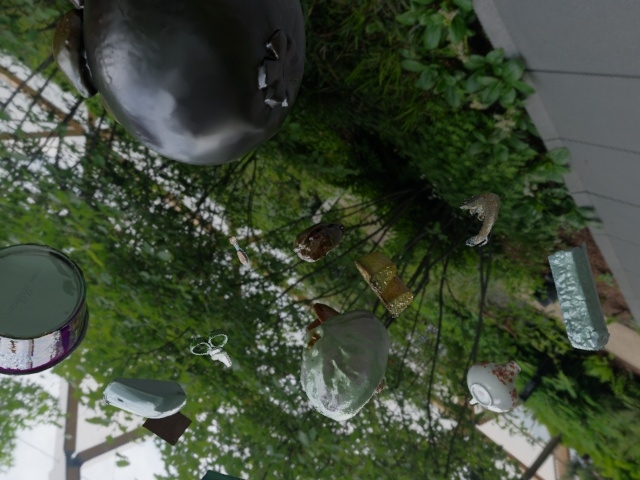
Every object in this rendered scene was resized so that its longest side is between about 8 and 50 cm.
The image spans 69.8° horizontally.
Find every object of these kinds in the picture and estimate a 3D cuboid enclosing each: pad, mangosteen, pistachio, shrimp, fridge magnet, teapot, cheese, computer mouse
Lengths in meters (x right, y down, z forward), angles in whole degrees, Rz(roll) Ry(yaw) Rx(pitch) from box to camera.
[{"bbox_3d":[-0.580,0.695,1.747,0.006,0.113,0.187,14,147,43],"label":"pad"},{"bbox_3d":[-0.236,-0.329,0.769,0.435,0.382,0.382,21,173,21],"label":"mangosteen"},{"bbox_3d":[0.000,0.000,1.678,0.130,0.210,0.165,57,164,23],"label":"pistachio"},{"bbox_3d":[0.435,-0.058,1.274,0.046,0.152,0.219,11,-174,-7],"label":"shrimp"},{"bbox_3d":[0.080,0.364,1.540,0.363,0.155,0.363,53,178,2],"label":"fridge magnet"},{"bbox_3d":[0.516,0.452,1.404,0.159,0.116,0.245,44,149,14],"label":"teapot"},{"bbox_3d":[-0.271,0.037,1.541,0.017,0.047,0.111,-27,-96,-46],"label":"cheese"},{"bbox_3d":[-0.498,0.453,1.307,0.231,0.128,0.079,12,-143,-22],"label":"computer mouse"}]

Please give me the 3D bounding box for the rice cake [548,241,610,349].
[{"bbox_3d":[0.496,0.109,0.883,0.069,0.206,0.063,2,163,-38],"label":"rice cake"}]

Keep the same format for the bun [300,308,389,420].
[{"bbox_3d":[0.038,0.303,1.189,0.187,0.293,0.293,27,-179,-13],"label":"bun"}]

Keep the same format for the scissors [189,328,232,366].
[{"bbox_3d":[-0.288,0.311,1.280,0.204,0.101,0.027,77,168,-54],"label":"scissors"}]

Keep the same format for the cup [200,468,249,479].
[{"bbox_3d":[-0.191,0.646,1.117,0.236,0.148,0.134,10,143,25],"label":"cup"}]

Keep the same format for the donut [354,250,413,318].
[{"bbox_3d":[0.178,0.111,1.384,0.152,0.101,0.259,50,179,43],"label":"donut"}]

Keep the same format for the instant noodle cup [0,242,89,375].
[{"bbox_3d":[-0.593,0.129,0.928,0.251,0.251,0.190,38,139,-10],"label":"instant noodle cup"}]
